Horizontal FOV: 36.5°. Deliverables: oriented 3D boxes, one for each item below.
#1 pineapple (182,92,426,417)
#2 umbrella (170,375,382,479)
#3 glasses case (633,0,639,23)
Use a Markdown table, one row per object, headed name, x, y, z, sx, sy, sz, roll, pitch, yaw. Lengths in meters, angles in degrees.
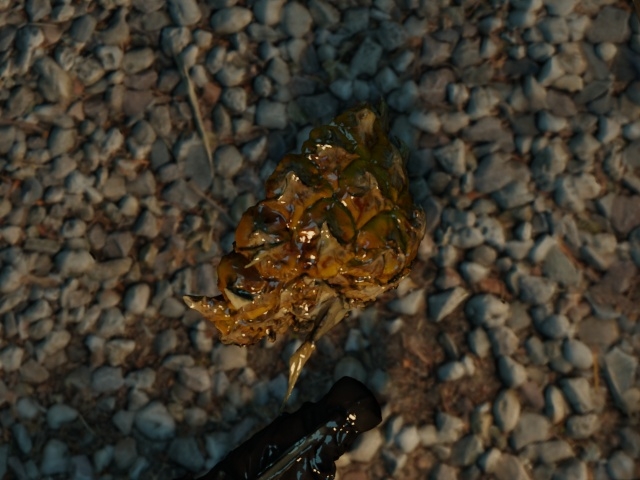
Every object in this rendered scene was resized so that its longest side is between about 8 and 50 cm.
| name | x | y | z | sx | sy | sz | roll | pitch | yaw |
| --- | --- | --- | --- | --- | --- | --- | --- | --- | --- |
| pineapple | 0.005 | 0.003 | 0.978 | 0.158 | 0.161 | 0.334 | 41 | 81 | 15 |
| umbrella | -0.095 | 0.252 | 0.948 | 0.358 | 0.106 | 0.113 | -37 | 60 | -3 |
| glasses case | 0.442 | -0.290 | 1.037 | 0.205 | 0.071 | 0.047 | -14 | 70 | 5 |
